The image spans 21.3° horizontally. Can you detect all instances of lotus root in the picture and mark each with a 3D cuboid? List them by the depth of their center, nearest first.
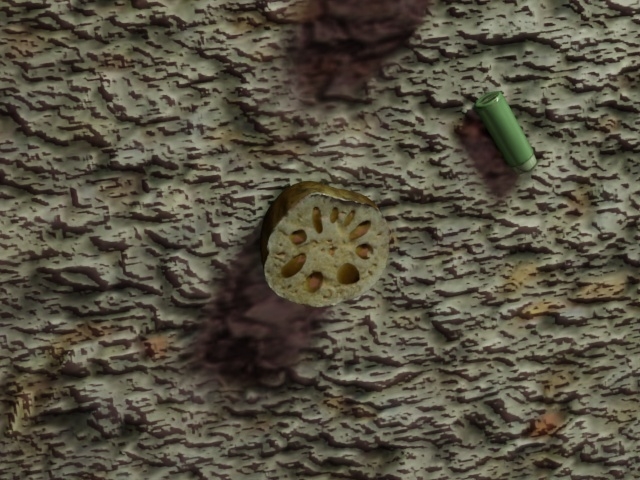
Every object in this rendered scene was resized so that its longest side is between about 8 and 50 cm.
[{"bbox_3d":[-0.001,0.003,1.606,0.122,0.081,0.112,13,101,-21],"label":"lotus root"}]

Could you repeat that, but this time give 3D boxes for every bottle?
[{"bbox_3d":[0.182,-0.105,1.662,0.030,0.030,0.083,-35,112,-6],"label":"bottle"}]
